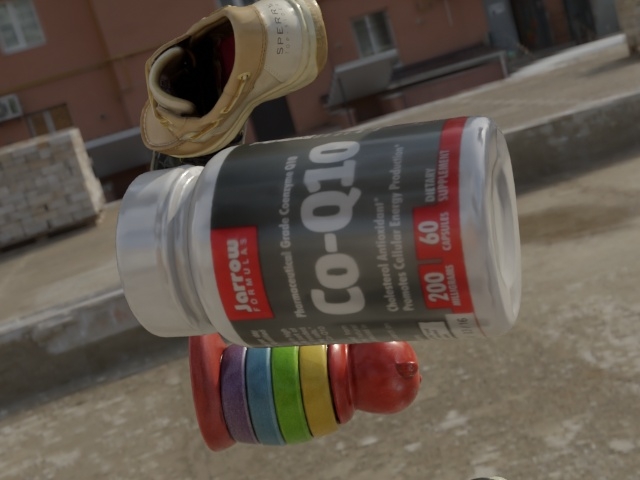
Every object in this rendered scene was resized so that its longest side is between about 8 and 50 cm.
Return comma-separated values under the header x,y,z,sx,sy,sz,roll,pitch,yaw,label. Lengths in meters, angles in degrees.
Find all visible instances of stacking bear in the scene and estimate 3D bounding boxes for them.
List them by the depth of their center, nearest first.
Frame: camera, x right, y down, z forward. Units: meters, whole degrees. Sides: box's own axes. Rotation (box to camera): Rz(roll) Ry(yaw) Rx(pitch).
x,y,z,sx,sy,sz,roll,pitch,yaw,label
-0.011,0.185,1.290,0.288,0.164,0.175,-8,-27,7,stacking bear

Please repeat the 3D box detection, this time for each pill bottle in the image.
x,y,z,sx,sy,sz,roll,pitch,yaw,label
0.000,0.000,0.740,0.283,0.161,0.161,-5,14,19,pill bottle

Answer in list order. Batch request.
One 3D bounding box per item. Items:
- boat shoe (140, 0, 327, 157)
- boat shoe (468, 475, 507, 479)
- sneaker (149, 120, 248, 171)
x,y,z,sx,sy,sz,roll,pitch,yaw,label
-0.066,-0.088,0.527,0.059,0.063,0.170,-7,-11,-36,boat shoe
0.059,0.263,0.744,0.233,0.084,0.079,-44,-39,20,boat shoe
-0.101,-0.087,0.850,0.083,0.222,0.118,2,0,-16,sneaker
